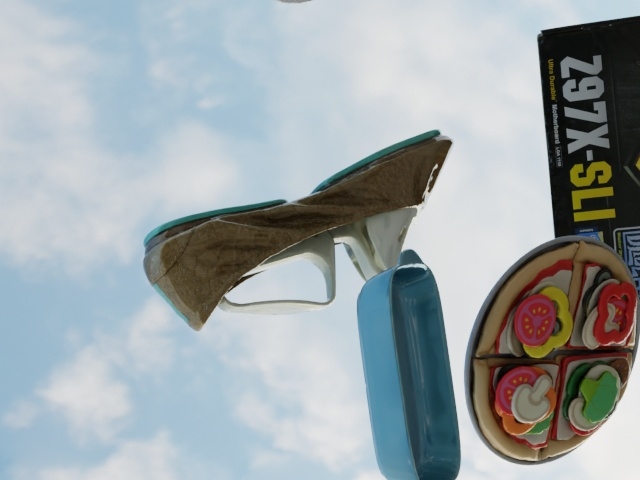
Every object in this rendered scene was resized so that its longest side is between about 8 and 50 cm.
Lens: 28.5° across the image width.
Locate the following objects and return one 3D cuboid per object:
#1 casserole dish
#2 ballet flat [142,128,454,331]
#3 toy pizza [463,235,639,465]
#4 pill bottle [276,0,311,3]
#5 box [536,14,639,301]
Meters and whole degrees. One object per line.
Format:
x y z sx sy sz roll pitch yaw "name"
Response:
0.064 0.102 0.931 0.114 0.037 0.189 -1 -98 -66 "casserole dish"
0.000 0.000 1.204 0.342 0.116 0.124 -21 -102 -26 "ballet flat"
0.203 0.096 1.052 0.201 0.032 0.201 -10 -72 -33 "toy pizza"
-0.069 -0.354 1.199 0.160 0.160 0.283 11 -148 -39 "pill bottle"
0.371 -0.077 1.323 0.079 0.257 0.322 21 -116 -70 "box"
